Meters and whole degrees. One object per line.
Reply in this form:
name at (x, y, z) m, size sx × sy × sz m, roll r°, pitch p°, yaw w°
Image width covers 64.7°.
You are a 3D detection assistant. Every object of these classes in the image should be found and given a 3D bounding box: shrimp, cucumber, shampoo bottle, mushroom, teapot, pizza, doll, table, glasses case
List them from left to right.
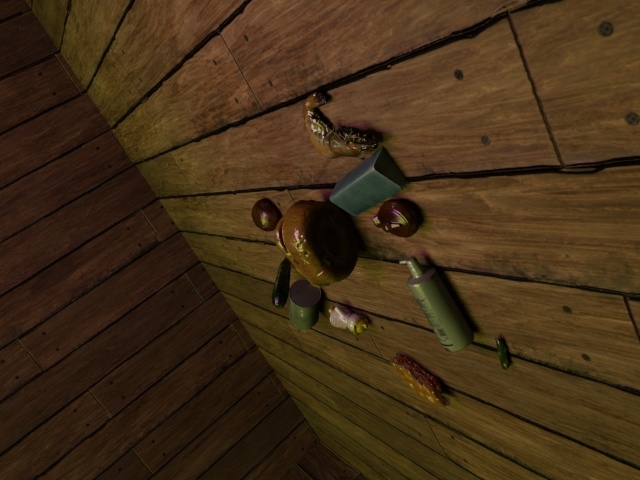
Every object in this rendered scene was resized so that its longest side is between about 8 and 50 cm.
mushroom at (-0.198, -0.094, 1.842) m, size 0.127 × 0.087 × 0.127 m, roll 20°, pitch 120°, yaw 39°
cucumber at (-0.149, 0.162, 1.987) m, size 0.069 × 0.227 × 0.069 m, roll 5°, pitch 146°, yaw 4°
table at (-0.064, 0.258, 2.023) m, size 0.126 × 0.126 × 0.220 m, roll 43°, pitch 155°, yaw 20°
shrimp at (0.037, -0.267, 1.171) m, size 0.296 × 0.058 × 0.169 m, roll 16°, pitch 136°, yaw 60°
doll at (0.100, 0.285, 1.816) m, size 0.207 × 0.081 × 0.129 m, roll 11°, pitch 142°, yaw 55°
glasses case at (0.105, -0.128, 1.236) m, size 0.105 × 0.056 × 0.266 m, roll 54°, pitch 157°, yaw -3°
teapot at (0.174, -0.046, 1.196) m, size 0.129 × 0.078 × 0.098 m, roll 10°, pitch 133°, yaw 58°
pizza at (0.330, 0.461, 1.667) m, size 0.246 × 0.058 × 0.127 m, roll 26°, pitch 147°, yaw 50°
shampoo bottle at (0.288, 0.153, 1.264) m, size 0.262 × 0.085 × 0.085 m, roll 58°, pitch 156°, yaw -12°

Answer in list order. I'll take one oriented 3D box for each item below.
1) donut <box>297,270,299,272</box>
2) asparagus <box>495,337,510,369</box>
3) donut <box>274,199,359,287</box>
donut at (-0.068, 0.084, 1.890) m, size 0.097 × 0.043 × 0.108 m, roll 36°, pitch 148°, yaw 32°
asparagus at (0.442, 0.272, 1.228) m, size 0.025 × 0.021 × 0.108 m, roll 15°, pitch 137°, yaw 49°
donut at (0.000, 0.000, 1.433) m, size 0.128 × 0.208 × 0.261 m, roll -4°, pitch 135°, yaw 48°
